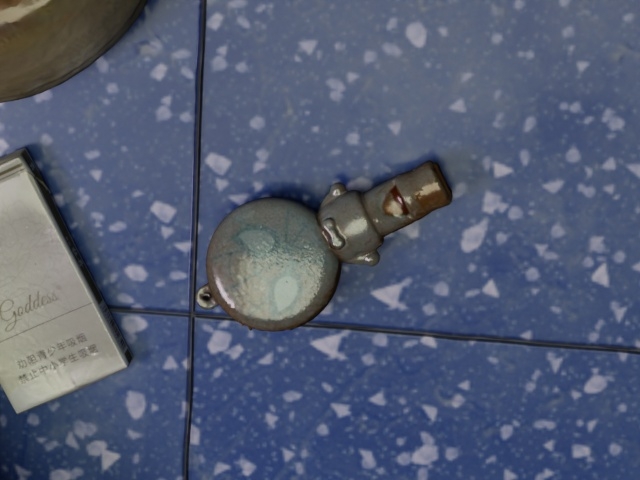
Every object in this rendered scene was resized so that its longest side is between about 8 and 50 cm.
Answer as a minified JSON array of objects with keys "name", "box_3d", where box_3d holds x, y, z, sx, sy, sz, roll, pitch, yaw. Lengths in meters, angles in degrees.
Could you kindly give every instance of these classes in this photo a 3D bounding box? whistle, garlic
[{"name":"whistle","box_3d":[0.000,0.000,1.449,0.220,0.057,0.107,-27,87,8]},{"name":"garlic","box_3d":[-0.213,-0.225,1.373,0.338,0.151,0.196,-28,88,11]}]

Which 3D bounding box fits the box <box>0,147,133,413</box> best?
[{"name":"box","box_3d":[-0.244,0.034,1.496,0.109,0.029,0.198,-23,102,11]}]
